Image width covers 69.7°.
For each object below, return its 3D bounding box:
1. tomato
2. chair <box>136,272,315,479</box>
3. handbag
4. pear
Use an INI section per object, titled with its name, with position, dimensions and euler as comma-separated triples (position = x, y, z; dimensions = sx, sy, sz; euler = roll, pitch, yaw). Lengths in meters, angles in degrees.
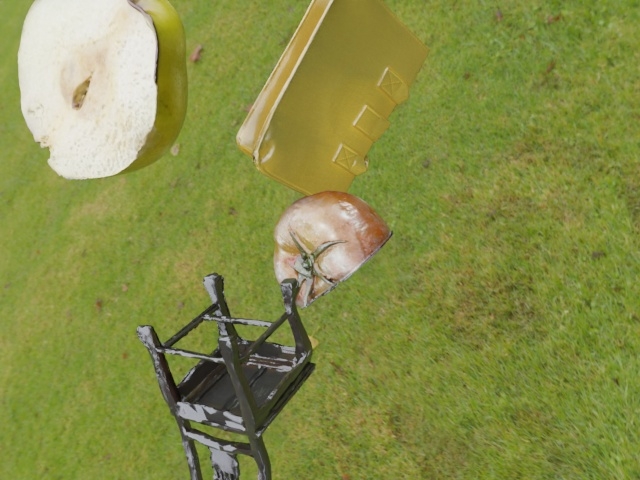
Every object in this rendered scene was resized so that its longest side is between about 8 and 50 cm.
[tomato]
position = 0.000, 0.000, 0.777
dimensions = 0.155, 0.181, 0.214
euler = 51, 132, 5
[chair]
position = -0.071, 0.159, 0.432
dimensions = 0.106, 0.229, 0.113
euler = 2, 23, 30
[handbag]
position = 0.030, -0.287, 0.950
dimensions = 0.401, 0.283, 0.133
euler = -60, 36, 6
[pear]
position = -0.389, -0.305, 0.894
dimensions = 0.386, 0.191, 0.340
euler = -37, 88, 27
